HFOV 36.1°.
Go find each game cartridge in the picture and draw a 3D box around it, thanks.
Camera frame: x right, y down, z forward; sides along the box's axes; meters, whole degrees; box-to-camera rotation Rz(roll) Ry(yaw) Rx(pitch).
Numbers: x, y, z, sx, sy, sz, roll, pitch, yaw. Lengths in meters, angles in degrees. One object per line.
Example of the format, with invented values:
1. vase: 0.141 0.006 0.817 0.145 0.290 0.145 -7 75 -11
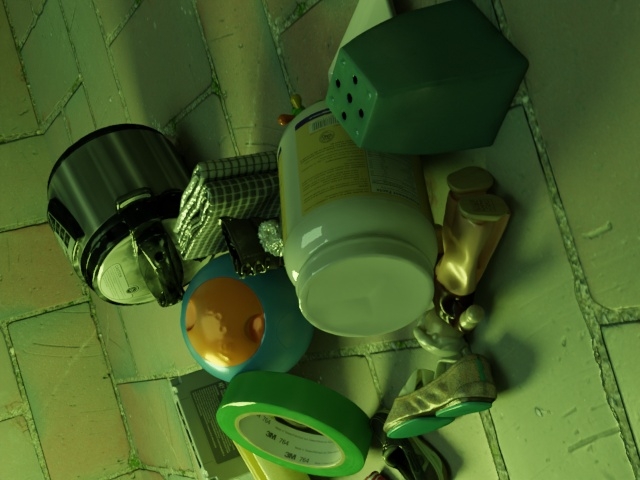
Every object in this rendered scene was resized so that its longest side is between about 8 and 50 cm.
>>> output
1. game cartridge: -0.251 0.466 2.523 0.294 0.196 0.060 67 159 16

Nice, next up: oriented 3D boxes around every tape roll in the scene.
1. tape roll: -0.052 0.382 2.029 0.321 0.321 0.077 -52 13 57

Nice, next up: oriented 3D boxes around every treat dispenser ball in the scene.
1. treat dispenser ball: -0.154 0.162 2.098 0.288 0.288 0.288 36 134 50

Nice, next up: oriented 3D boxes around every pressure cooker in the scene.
1. pressure cooker: -0.457 -0.042 2.471 0.375 0.370 0.420 -48 58 24

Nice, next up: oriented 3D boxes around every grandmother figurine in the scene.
1. grandmother figurine: 0.221 0.062 1.578 0.208 0.104 0.342 -94 9 -48

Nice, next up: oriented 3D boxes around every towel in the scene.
1. towel: -0.175 -0.066 2.079 0.121 0.235 0.283 64 149 22

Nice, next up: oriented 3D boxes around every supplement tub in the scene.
1. supplement tub: 0.056 -0.040 1.559 0.241 0.241 0.331 109 161 -47

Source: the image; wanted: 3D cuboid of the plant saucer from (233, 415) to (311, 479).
1. plant saucer: -0.143 0.488 2.337 0.332 0.081 0.333 59 164 11

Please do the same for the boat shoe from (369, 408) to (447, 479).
1. boat shoe: 0.153 0.401 1.885 0.223 0.073 0.080 38 136 48

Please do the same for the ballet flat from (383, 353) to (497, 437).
1. ballet flat: 0.206 0.268 1.719 0.316 0.107 0.106 -37 51 55

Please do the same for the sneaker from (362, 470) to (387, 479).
1. sneaker: 0.116 0.535 2.054 0.067 0.042 0.118 39 128 42

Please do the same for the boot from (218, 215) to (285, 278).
1. boot: -0.062 0.037 1.927 0.263 0.229 0.091 56 147 31

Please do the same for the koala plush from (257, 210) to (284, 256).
1. koala plush: 0.000 0.000 1.828 0.221 0.196 0.203 38 159 32

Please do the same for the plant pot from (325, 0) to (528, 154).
1. plant pot: 0.138 -0.225 1.426 0.165 0.234 0.165 56 148 31

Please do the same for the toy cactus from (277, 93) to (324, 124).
1. toy cactus: 0.005 -0.177 1.855 0.219 0.112 0.180 29 139 41

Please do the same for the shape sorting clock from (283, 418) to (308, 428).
1. shape sorting clock: -0.093 0.343 2.217 0.040 0.206 0.206 -43 57 13

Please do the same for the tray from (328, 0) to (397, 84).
1. tray: 0.076 -0.321 1.679 0.270 0.030 0.145 118 148 -52
